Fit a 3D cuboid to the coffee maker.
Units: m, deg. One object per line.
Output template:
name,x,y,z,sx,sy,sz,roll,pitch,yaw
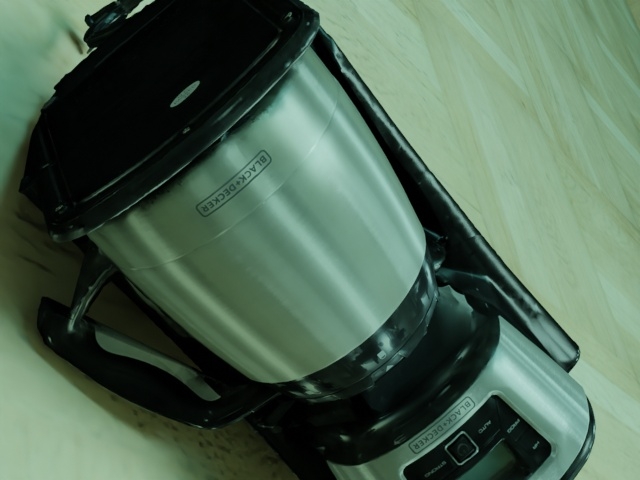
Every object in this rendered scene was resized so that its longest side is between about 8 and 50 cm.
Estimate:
coffee maker,0.000,0.000,0.430,0.178,0.120,0.171,50,24,-27
